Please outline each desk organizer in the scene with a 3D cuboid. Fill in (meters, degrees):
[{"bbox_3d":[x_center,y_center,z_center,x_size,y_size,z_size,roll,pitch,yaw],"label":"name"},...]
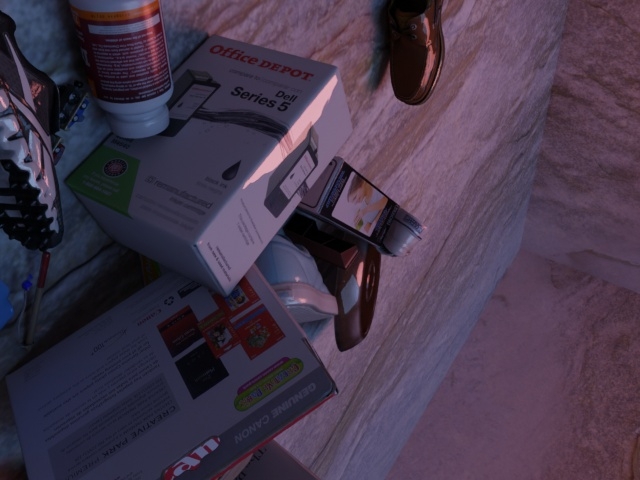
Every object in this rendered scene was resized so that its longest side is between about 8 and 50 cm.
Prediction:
[{"bbox_3d":[0.000,0.000,1.140,0.047,0.130,0.050,-53,150,-24],"label":"desk organizer"}]

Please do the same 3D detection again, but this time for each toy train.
[{"bbox_3d":[-0.279,-0.091,0.647,0.158,0.027,0.036,-63,158,-7],"label":"toy train"}]

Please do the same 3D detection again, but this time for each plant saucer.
[{"bbox_3d":[0.086,0.084,1.354,0.310,0.050,0.310,6,90,-78],"label":"plant saucer"}]

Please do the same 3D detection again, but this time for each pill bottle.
[{"bbox_3d":[-0.198,-0.185,0.653,0.086,0.086,0.151,-43,146,-40],"label":"pill bottle"}]

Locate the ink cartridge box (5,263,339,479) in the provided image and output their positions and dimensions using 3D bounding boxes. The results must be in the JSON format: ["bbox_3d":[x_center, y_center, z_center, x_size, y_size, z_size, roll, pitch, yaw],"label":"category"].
[{"bbox_3d":[-0.154,0.183,0.703,0.310,0.272,0.130,-33,136,-8],"label":"ink cartridge box"}]

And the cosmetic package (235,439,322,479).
[{"bbox_3d":[-0.149,0.529,1.069,0.377,0.285,0.097,-50,151,-17],"label":"cosmetic package"}]

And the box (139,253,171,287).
[{"bbox_3d":[-0.170,0.040,0.878,0.114,0.103,0.203,-41,144,-43],"label":"box"}]

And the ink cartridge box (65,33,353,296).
[{"bbox_3d":[-0.118,-0.100,0.748,0.272,0.199,0.114,-55,151,-24],"label":"ink cartridge box"}]

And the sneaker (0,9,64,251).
[{"bbox_3d":[-0.270,-0.099,0.574,0.106,0.078,0.234,-64,153,-47],"label":"sneaker"}]

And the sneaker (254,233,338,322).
[{"bbox_3d":[-0.048,0.066,1.113,0.366,0.135,0.150,76,5,-77],"label":"sneaker"}]

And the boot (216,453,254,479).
[{"bbox_3d":[-0.268,0.345,0.915,0.377,0.138,0.284,-43,142,-23],"label":"boot"}]

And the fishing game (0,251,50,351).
[{"bbox_3d":[-0.378,0.099,0.606,0.264,0.041,0.189,-30,145,-59],"label":"fishing game"}]

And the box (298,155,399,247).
[{"bbox_3d":[0.002,-0.081,1.036,0.087,0.169,0.290,-64,156,0],"label":"box"}]

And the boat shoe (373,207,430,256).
[{"bbox_3d":[0.144,-0.010,1.246,0.088,0.096,0.267,-53,-172,1],"label":"boat shoe"}]

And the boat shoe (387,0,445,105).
[{"bbox_3d":[0.164,-0.400,1.162,0.104,0.111,0.307,-20,119,-52],"label":"boat shoe"}]
